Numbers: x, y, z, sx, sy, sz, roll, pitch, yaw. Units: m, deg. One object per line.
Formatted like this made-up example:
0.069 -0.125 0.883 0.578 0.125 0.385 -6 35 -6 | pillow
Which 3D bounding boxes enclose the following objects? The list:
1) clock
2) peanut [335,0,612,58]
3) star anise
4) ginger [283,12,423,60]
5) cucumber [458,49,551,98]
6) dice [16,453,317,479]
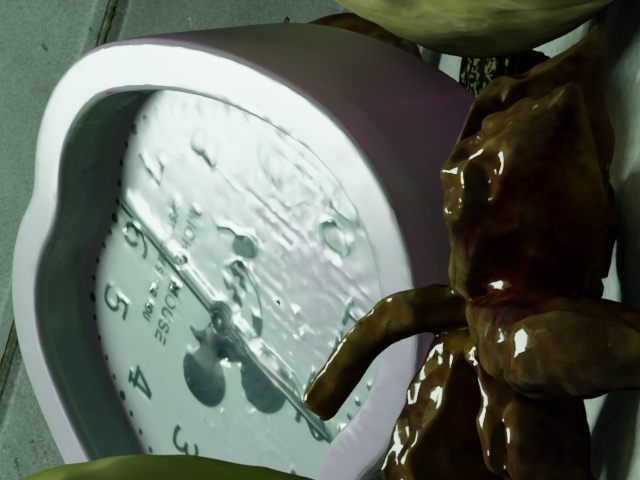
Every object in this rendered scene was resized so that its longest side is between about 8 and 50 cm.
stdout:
-0.025 0.046 0.901 0.102 0.338 0.338 -15 -45 -41 | clock
0.072 -0.176 0.758 0.387 0.192 0.169 162 110 -86 | peanut
0.077 0.021 0.663 0.196 0.111 0.212 135 158 -68 | star anise
-0.011 -0.074 1.724 0.418 0.176 0.254 120 169 -57 | ginger
0.089 -0.013 0.938 0.058 0.058 0.187 120 163 -75 | cucumber
-0.046 0.233 0.630 0.233 0.227 0.238 107 175 -51 | dice
